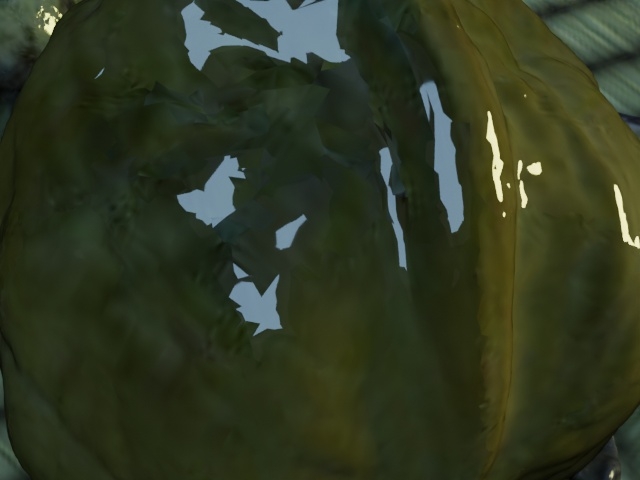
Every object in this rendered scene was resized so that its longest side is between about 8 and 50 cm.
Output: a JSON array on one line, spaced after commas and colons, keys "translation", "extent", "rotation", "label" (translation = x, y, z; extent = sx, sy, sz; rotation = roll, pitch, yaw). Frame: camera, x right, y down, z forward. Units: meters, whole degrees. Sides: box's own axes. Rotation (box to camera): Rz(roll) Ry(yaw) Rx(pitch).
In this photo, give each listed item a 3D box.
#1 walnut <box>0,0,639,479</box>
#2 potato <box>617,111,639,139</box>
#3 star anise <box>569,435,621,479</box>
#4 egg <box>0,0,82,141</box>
[{"translation": [-0.002, 0.000, 0.576], "extent": [0.253, 0.282, 0.276], "rotation": [-44, 54, 29], "label": "walnut"}, {"translation": [0.222, 0.015, 0.654], "extent": [0.261, 0.100, 0.120], "rotation": [19, 85, 33], "label": "potato"}, {"translation": [0.135, 0.189, 0.593], "extent": [0.231, 0.089, 0.209], "rotation": [-13, 76, 7], "label": "star anise"}, {"translation": [-0.197, -0.112, 0.689], "extent": [0.182, 0.141, 0.141], "rotation": [40, 73, 14], "label": "egg"}]
